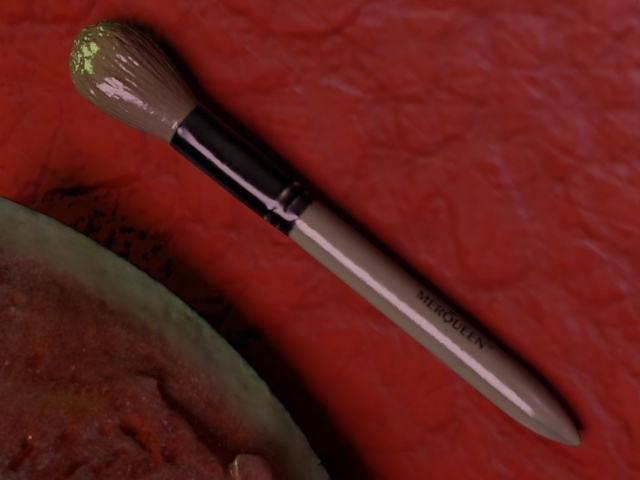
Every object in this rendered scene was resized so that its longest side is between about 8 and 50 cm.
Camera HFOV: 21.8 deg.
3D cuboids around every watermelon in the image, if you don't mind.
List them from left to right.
[{"bbox_3d":[-0.143,0.186,0.804,0.283,0.292,0.250,33,152,10],"label":"watermelon"}]

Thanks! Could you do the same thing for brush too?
[{"bbox_3d":[0.000,0.000,0.763,0.299,0.039,0.042,41,85,4],"label":"brush"}]
